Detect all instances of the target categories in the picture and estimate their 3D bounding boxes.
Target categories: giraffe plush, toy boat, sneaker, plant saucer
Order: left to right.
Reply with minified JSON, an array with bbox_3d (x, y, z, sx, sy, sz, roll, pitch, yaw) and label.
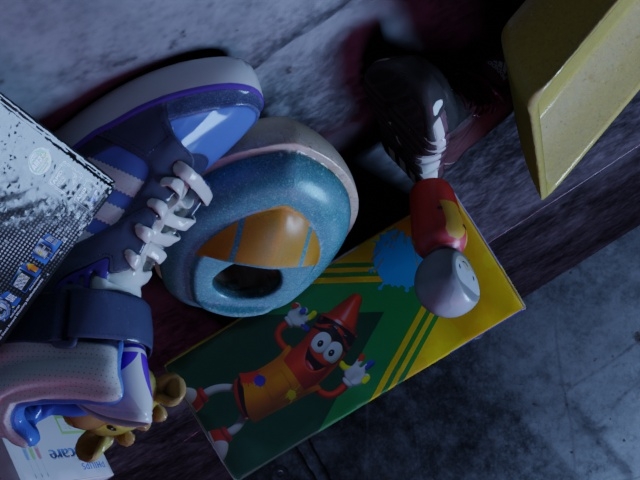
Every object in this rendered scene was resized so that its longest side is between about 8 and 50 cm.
[{"bbox_3d":[-0.244,0.134,1.064,0.210,0.170,0.181,-9,152,-50],"label":"giraffe plush"},{"bbox_3d":[-0.147,0.023,0.803,0.323,0.236,0.130,-29,163,-4],"label":"sneaker"},{"bbox_3d":[0.000,0.000,0.986,0.318,0.148,0.267,3,147,-14],"label":"toy boat"},{"bbox_3d":[0.138,-0.157,1.035,0.162,0.106,0.281,-39,169,-3],"label":"sneaker"},{"bbox_3d":[0.284,-0.223,0.975,0.333,0.081,0.333,-50,162,0],"label":"plant saucer"}]

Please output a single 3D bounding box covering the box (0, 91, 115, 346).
[{"bbox_3d":[-0.250,-0.009,0.664,0.190,0.045,0.184,-55,147,-8],"label":"box"}]

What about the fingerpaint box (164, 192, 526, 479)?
[{"bbox_3d":[0.042,0.108,1.303,0.371,0.163,0.445,-32,177,2],"label":"fingerpaint box"}]

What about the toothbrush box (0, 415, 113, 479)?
[{"bbox_3d":[-0.461,0.346,1.380,0.283,0.122,0.206,-34,162,14],"label":"toothbrush box"}]
